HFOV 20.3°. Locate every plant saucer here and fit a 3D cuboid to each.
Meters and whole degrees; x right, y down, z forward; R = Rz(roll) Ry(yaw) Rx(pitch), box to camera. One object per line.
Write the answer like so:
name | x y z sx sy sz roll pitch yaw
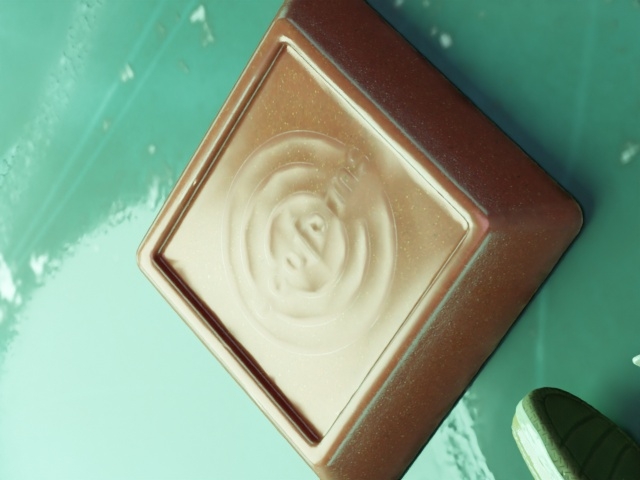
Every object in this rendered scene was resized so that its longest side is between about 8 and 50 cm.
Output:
plant saucer | 0.000 0.000 1.120 0.259 0.047 0.258 47 118 27

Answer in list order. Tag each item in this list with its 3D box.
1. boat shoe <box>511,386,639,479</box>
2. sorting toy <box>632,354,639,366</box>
boat shoe | 0.164 0.170 0.991 0.190 0.068 0.072 53 132 23
sorting toy | 0.221 0.089 0.957 0.075 0.045 0.083 -25 76 29
